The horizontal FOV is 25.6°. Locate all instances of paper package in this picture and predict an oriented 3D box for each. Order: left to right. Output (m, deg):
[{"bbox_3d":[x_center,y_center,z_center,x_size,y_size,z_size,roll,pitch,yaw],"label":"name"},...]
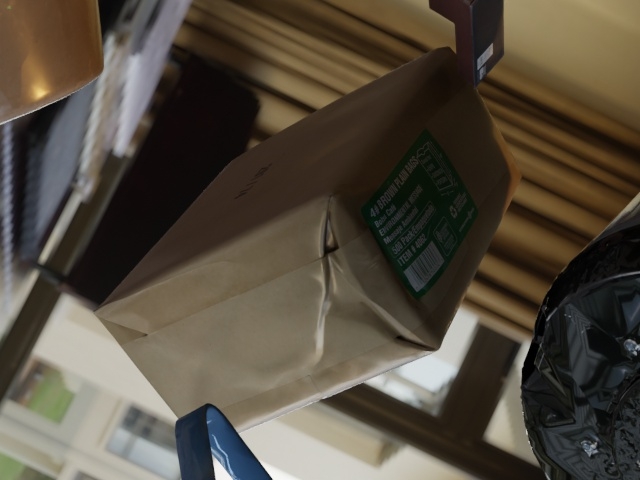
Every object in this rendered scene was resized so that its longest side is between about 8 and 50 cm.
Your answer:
[{"bbox_3d":[0.000,0.000,1.309,0.309,0.168,0.325,-27,-164,34],"label":"paper package"}]

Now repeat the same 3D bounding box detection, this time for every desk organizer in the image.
[{"bbox_3d":[0.130,-0.197,1.252,0.047,0.050,0.130,-49,157,-16],"label":"desk organizer"}]

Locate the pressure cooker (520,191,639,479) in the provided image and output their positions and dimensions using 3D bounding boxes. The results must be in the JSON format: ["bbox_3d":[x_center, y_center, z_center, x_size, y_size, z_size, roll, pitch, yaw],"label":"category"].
[{"bbox_3d":[0.400,0.059,1.058,0.420,0.370,0.375,-40,141,-39],"label":"pressure cooker"}]

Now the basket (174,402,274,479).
[{"bbox_3d":[-0.008,0.270,0.895,0.201,0.254,0.289,-32,-147,7],"label":"basket"}]

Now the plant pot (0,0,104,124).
[{"bbox_3d":[-0.249,-0.192,0.932,0.263,0.229,0.263,-19,-165,5],"label":"plant pot"}]
